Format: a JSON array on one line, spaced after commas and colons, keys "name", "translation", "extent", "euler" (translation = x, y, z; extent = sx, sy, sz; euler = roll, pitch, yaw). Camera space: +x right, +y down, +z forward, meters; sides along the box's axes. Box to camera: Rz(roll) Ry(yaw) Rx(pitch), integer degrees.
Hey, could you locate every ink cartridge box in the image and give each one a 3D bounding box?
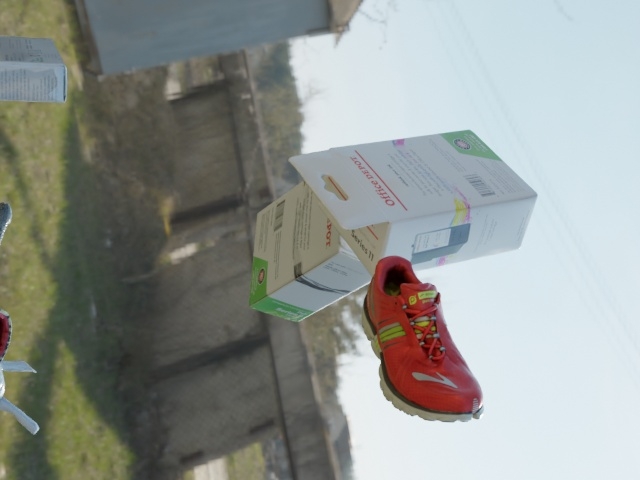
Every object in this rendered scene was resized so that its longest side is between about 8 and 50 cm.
[{"name": "ink cartridge box", "translation": [0.000, 0.000, 1.643], "extent": [0.289, 0.121, 0.211], "euler": [-31, -135, 47]}, {"name": "ink cartridge box", "translation": [-0.577, -0.278, 1.406], "extent": [0.324, 0.330, 0.071], "euler": [-134, -134, -63]}, {"name": "ink cartridge box", "translation": [0.136, -0.058, 1.426], "extent": [0.207, 0.353, 0.119], "euler": [55, -36, 42]}]

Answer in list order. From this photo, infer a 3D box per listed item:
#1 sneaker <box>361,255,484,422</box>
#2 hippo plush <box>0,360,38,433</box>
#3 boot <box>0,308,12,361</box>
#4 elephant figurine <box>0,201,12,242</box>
[{"name": "sneaker", "translation": [0.115, 0.112, 1.096], "extent": [0.279, 0.107, 0.118], "euler": [-122, -147, -55]}, {"name": "hippo plush", "translation": [-0.637, 0.198, 1.417], "extent": [0.294, 0.236, 0.234], "euler": [47, 25, -57]}, {"name": "boot", "translation": [-0.389, 0.109, 0.737], "extent": [0.236, 0.178, 0.085], "euler": [-50, 143, -38]}, {"name": "elephant figurine", "translation": [-0.656, 0.059, 1.615], "extent": [0.186, 0.169, 0.239], "euler": [50, -59, 48]}]
